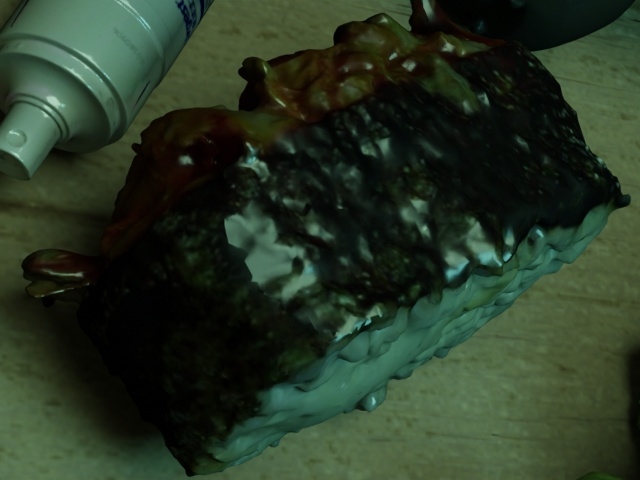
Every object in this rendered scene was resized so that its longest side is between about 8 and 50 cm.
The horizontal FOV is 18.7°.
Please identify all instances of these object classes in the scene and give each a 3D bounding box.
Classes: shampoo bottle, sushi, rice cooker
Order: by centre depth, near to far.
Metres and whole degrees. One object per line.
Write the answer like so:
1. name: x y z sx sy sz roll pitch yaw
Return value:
1. sushi: 0.000 0.000 1.060 0.343 0.196 0.182 -24 67 -42
2. shampoo bottle: -0.104 -0.151 1.094 0.092 0.092 0.303 39 57 -15
3. rice cooker: 0.118 -0.216 1.233 0.118 0.142 0.203 -34 88 -25

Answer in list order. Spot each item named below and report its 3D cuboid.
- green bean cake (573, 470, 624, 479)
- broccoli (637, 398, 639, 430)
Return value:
1. green bean cake: 0.178 0.277 1.037 0.236 0.124 0.233 36 91 -16
2. broccoli: 0.315 0.113 1.175 0.261 0.241 0.269 17 87 -44
